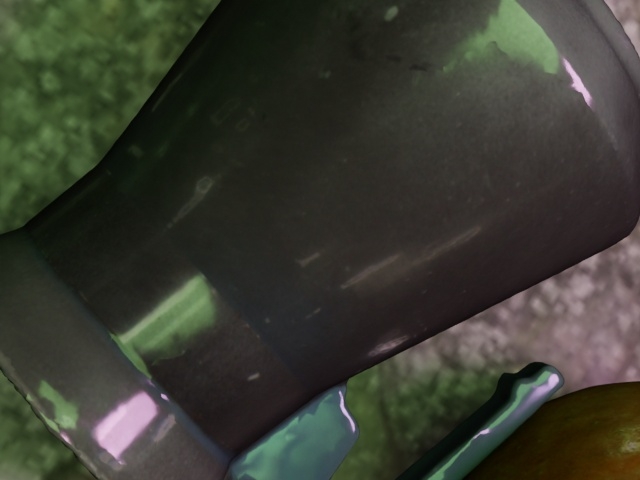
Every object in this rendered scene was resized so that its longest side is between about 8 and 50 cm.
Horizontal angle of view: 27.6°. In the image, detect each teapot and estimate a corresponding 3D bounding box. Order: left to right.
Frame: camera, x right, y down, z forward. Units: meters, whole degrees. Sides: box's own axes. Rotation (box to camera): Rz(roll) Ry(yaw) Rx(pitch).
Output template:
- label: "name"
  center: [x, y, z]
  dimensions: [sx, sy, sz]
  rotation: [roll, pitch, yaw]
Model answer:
- label: "teapot"
  center: [0.000, 0.000, 0.471]
  dimensions: [0.225, 0.171, 0.203]
  rotation: [-40, 101, -6]

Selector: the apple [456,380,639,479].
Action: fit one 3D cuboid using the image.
- label: "apple"
  center: [0.123, 0.131, 0.491]
  dimensions: [0.147, 0.163, 0.146]
  rotation: [-15, 105, -5]
